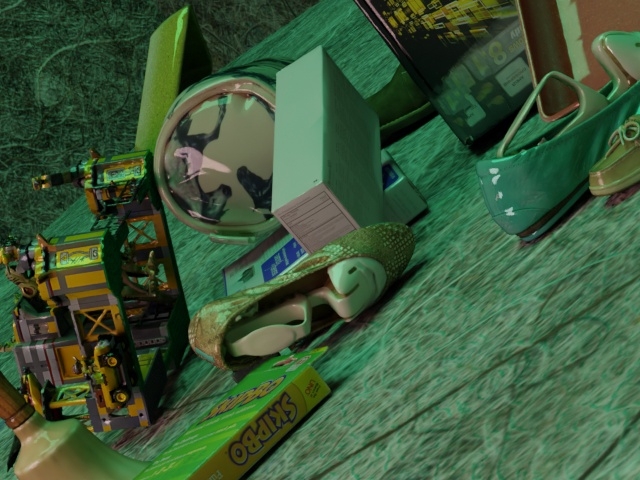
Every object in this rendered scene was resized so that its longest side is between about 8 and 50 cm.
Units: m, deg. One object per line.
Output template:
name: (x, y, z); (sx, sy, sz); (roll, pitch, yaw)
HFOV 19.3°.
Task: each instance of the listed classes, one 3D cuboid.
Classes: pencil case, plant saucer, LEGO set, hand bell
pencil case: (-0.067, -0.098, 2.016); (0.160, 0.183, 0.410); (-8, 7, 7)
plant saucer: (-0.162, -0.141, 2.059); (0.188, 0.045, 0.188); (75, -159, -75)
LEGO set: (-0.254, 0.060, 1.815); (0.192, 0.255, 0.331); (-9, 28, 9)
hand bell: (-0.247, 0.134, 1.516); (0.126, 0.242, 0.126); (-37, 10, 7)
plant saucer: (0.281, -0.256, 1.624); (0.258, 0.047, 0.259); (-31, 53, 34)

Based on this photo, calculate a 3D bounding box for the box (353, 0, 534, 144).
box: (0.199, -0.330, 1.791); (0.395, 0.318, 0.097); (-37, 0, 5)

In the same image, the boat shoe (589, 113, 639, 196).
boat shoe: (0.245, -0.090, 1.347); (0.153, 0.048, 0.056); (-39, 10, -5)

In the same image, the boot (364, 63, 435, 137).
boot: (0.129, -0.214, 2.111); (0.305, 0.115, 0.112); (-33, 14, 35)

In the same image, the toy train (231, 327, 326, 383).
toy train: (-0.011, 0.070, 1.596); (0.158, 0.027, 0.036); (-39, -1, 0)

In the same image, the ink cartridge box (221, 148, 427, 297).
ink cartridge box: (0.000, 0.000, 1.803); (0.208, 0.045, 0.206); (-36, 10, 3)

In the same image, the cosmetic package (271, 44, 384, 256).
cosmetic package: (0.006, -0.071, 1.690); (0.060, 0.099, 0.239); (-28, 29, 18)

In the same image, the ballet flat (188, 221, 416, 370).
ballet flat: (-0.006, 0.052, 1.530); (0.206, 0.073, 0.067); (-28, 32, -5)

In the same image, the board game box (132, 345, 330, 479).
board game box: (-0.097, 0.174, 1.409); (0.259, 0.039, 0.124); (-45, 12, -23)

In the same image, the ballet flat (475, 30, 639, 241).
ballet flat: (0.214, -0.105, 1.410); (0.247, 0.087, 0.083); (-40, 10, -11)
